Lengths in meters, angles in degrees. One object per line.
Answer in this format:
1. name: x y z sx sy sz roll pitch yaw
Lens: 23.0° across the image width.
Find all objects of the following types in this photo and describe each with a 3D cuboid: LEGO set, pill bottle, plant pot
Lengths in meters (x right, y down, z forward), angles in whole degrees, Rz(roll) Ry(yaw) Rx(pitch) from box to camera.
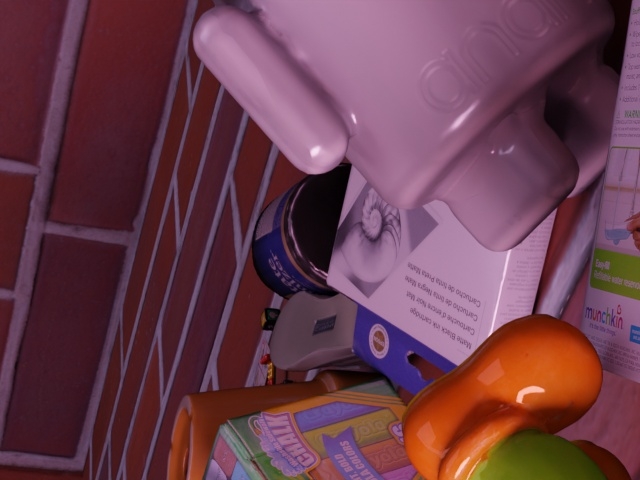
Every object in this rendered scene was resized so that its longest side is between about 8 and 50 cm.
1. LEGO set: -0.084 0.211 1.935 0.182 0.060 0.244 -120 40 -62
2. pill bottle: 0.000 0.000 1.577 0.219 0.122 0.123 150 126 -73
3. plant pot: -0.044 0.218 1.497 0.205 0.187 0.205 -172 90 -76

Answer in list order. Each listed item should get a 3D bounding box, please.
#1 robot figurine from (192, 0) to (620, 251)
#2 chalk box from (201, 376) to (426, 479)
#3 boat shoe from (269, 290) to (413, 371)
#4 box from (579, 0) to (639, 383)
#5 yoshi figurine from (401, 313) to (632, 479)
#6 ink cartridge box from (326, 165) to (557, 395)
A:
1. robot figurine: 0.056 -0.164 1.064 0.353 0.300 0.200 49 147 7
2. chalk box: -0.013 0.219 1.265 0.132 0.213 0.132 50 138 34
3. boat shoe: 0.026 0.091 1.476 0.227 0.081 0.079 -15 57 62
4. box: 0.228 -0.034 0.689 0.262 0.126 0.231 -165 84 -76
5. yoshi figurine: 0.180 0.186 0.654 0.203 0.203 0.362 -66 33 27
6. ink cartridge box: 0.086 0.025 1.248 0.223 0.045 0.224 30 114 53
